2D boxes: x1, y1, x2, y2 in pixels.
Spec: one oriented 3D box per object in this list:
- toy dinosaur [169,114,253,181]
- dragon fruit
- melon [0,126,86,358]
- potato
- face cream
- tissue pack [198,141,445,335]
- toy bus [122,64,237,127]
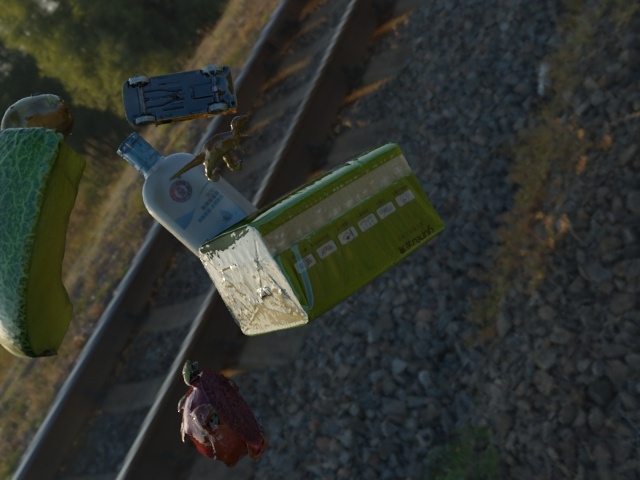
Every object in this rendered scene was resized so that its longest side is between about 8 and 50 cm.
[{"bbox_3d":[-0.203,-0.167,1.542,0.039,0.162,0.126,-104,10,-50],"label":"toy dinosaur"},{"bbox_3d":[-0.118,0.206,0.946,0.068,0.126,0.112,-39,44,9],"label":"dragon fruit"},{"bbox_3d":[-0.484,0.013,1.377,0.331,0.226,0.343,-4,72,43],"label":"melon"},{"bbox_3d":[-0.629,-0.250,1.865,0.137,0.137,0.176,-31,5,47],"label":"potato"},{"bbox_3d":[-0.287,-0.097,1.797,0.163,0.336,0.080,-48,5,-3],"label":"face cream"},{"bbox_3d":[0.000,0.000,1.214,0.274,0.167,0.200,-34,6,-32],"label":"tissue pack"},{"bbox_3d":[-0.205,-0.209,1.240,0.074,0.162,0.069,115,145,-85],"label":"toy bus"}]
